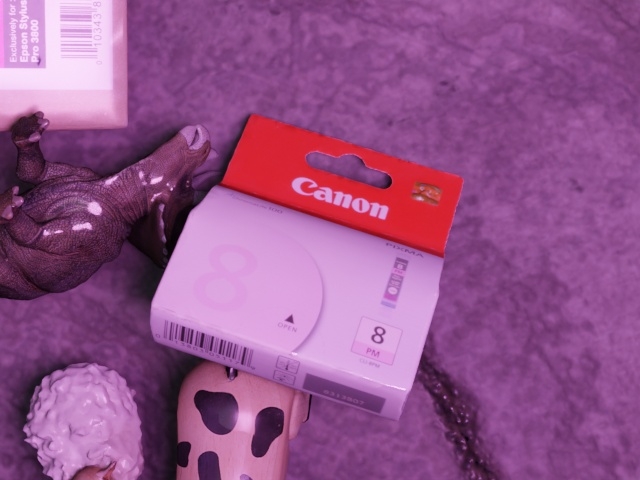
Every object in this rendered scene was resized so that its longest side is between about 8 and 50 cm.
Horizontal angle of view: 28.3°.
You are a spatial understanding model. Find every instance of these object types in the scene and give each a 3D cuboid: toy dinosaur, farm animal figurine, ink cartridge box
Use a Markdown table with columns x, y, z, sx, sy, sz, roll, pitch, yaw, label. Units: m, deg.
| x | y | z | sx | sy | sz | roll | pitch | yaw | label |
| --- | --- | --- | --- | --- | --- | --- | --- | --- | --- |
| -0.229 | -0.002 | 0.991 | 0.313 | 0.160 | 0.121 | -24 | 47 | 18 | toy dinosaur |
| -0.042 | 0.226 | 0.931 | 0.330 | 0.172 | 0.326 | -13 | 84 | 5 | farm animal figurine |
| -0.248 | -0.203 | 0.975 | 0.193 | 0.088 | 0.234 | -3 | 101 | -18 | ink cartridge box |
| 0.000 | 0.000 | 0.940 | 0.189 | 0.066 | 0.232 | 18 | 59 | 3 | ink cartridge box |
